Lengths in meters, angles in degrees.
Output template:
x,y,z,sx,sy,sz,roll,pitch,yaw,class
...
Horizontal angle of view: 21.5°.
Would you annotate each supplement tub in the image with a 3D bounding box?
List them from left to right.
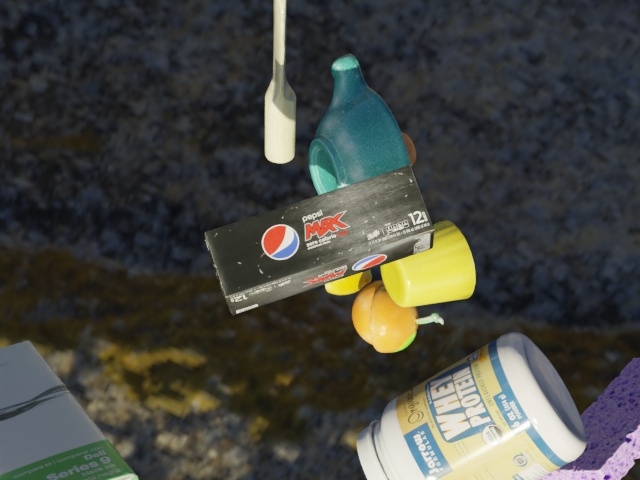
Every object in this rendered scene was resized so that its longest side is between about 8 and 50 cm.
x,y,z,sx,sy,sz,roll,pitch,yaw,class
0.152,0.198,1.710,0.144,0.200,0.144,52,16,-21,supplement tub

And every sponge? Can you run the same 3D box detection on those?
x,y,z,sx,sy,sz,roll,pitch,yaw,class
0.341,0.201,1.896,0.210,0.117,0.031,-42,107,-29,sponge

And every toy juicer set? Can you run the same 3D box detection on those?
x,y,z,sx,sy,sz,roll,pitch,yaw,class
0.035,-0.052,1.523,0.089,0.209,0.329,-17,65,-20,toy juicer set

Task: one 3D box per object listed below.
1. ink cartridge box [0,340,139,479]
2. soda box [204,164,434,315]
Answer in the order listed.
x,y,z,sx,sy,sz,roll,pitch,yaw,class
-0.265,0.253,1.598,0.122,0.211,0.289,-19,31,-22,ink cartridge box
0.000,0.000,1.298,0.169,0.053,0.060,-18,72,-3,soda box
